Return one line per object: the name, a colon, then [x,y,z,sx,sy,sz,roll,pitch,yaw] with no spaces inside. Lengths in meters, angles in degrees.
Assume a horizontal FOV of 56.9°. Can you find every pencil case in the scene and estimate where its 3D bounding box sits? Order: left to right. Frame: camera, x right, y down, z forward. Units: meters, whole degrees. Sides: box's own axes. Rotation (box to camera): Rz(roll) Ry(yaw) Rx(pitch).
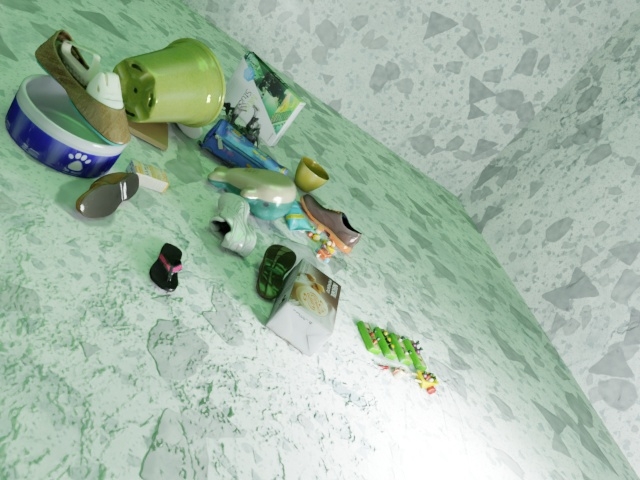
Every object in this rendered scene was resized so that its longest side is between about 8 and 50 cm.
pencil case: [-0.254,-0.278,1.972,0.306,0.119,0.133,37,6,-11]

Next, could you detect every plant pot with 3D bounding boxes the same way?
plant pot: [-0.471,-0.457,1.764,0.276,0.276,0.254,45,34,9]
plant pot: [-0.046,-0.244,2.279,0.134,0.095,0.134,35,23,-17]

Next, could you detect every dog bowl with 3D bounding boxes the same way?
dog bowl: [-0.603,-0.274,1.420,0.265,0.104,0.265,34,23,-17]

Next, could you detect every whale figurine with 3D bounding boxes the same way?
whale figurine: [-0.214,-0.148,1.828,0.272,0.141,0.216,14,24,0]

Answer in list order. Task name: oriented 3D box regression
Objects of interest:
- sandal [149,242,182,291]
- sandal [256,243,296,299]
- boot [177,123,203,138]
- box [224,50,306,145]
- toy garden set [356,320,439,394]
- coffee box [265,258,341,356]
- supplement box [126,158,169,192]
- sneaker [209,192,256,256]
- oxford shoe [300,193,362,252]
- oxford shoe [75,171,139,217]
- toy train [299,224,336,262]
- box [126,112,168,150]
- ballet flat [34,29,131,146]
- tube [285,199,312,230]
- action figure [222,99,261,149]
sandal: [-0.340,0.050,1.328,0.067,0.040,0.179,32,24,-22]
sandal: [-0.127,0.088,1.593,0.090,0.060,0.219,29,39,-12]
boot: [-0.447,-0.412,1.975,0.190,0.069,0.086,43,25,10]
box: [-0.240,-0.574,2.399,0.322,0.232,0.058,45,27,10]
toy garden set: [0.237,0.335,1.723,0.244,0.049,0.204,25,27,-34]
coffee box: [-0.037,0.167,1.525,0.141,0.098,0.246,38,22,-8]
supplement box: [-0.455,-0.169,1.555,0.098,0.036,0.062,18,31,-44]
sneaker: [-0.254,-0.061,1.617,0.115,0.090,0.232,18,31,-38]
oxford shoe: [0.039,-0.082,2.113,0.271,0.098,0.097,46,22,11]
oxford shoe: [-0.501,-0.106,1.350,0.076,0.076,0.212,12,23,9]
toy train: [0.000,0.000,1.966,0.166,0.046,0.125,51,24,23]
box: [-0.551,-0.358,1.771,0.201,0.021,0.164,28,26,-30]
ballet flat: [-0.547,-0.377,1.397,0.342,0.124,0.116,48,24,17]
tube: [-0.097,-0.102,2.000,0.080,0.052,0.207,-5,46,-22]
action figure: [-0.303,-0.461,2.215,0.275,0.141,0.164,42,10,6]
